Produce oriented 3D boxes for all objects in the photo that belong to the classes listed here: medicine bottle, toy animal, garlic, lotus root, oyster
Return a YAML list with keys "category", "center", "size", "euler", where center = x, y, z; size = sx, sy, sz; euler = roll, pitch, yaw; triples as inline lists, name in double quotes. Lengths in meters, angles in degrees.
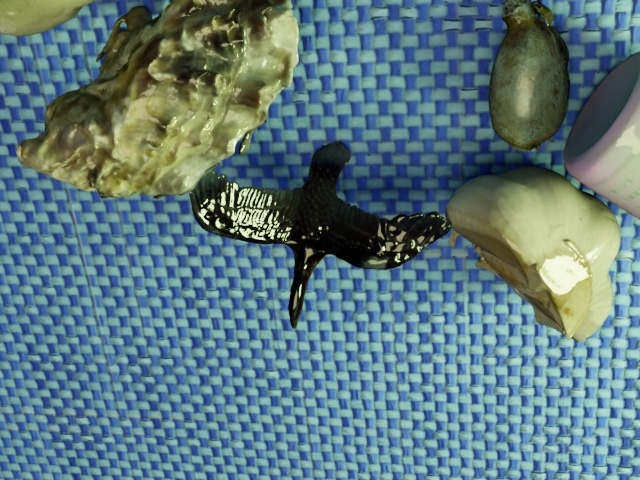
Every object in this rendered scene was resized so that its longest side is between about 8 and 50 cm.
- category: "medicine bottle"
  center: [0.388, -0.068, 1.111]
  size: [0.255, 0.152, 0.152]
  euler: [31, 122, -7]
- category: "toy animal"
  center: [0.002, -0.003, 1.220]
  size: [0.273, 0.160, 0.197]
  euler: [11, 123, 4]
- category: "garlic"
  center: [0.240, -0.003, 1.197]
  size: [0.229, 0.178, 0.142]
  euler: [40, 90, -34]
- category: "lotus root"
  center: [0.215, -0.168, 1.128]
  size: [0.088, 0.088, 0.165]
  euler: [2, 112, 9]
- category: "oyster"
  center: [-0.161, -0.178, 1.103]
  size: [0.351, 0.238, 0.115]
  euler: [-38, 150, 8]

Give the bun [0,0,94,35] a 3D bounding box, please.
- category: "bun"
  center: [-0.289, -0.318, 1.101]
  size: [0.230, 0.145, 0.229]
  euler: [5, 98, 35]
